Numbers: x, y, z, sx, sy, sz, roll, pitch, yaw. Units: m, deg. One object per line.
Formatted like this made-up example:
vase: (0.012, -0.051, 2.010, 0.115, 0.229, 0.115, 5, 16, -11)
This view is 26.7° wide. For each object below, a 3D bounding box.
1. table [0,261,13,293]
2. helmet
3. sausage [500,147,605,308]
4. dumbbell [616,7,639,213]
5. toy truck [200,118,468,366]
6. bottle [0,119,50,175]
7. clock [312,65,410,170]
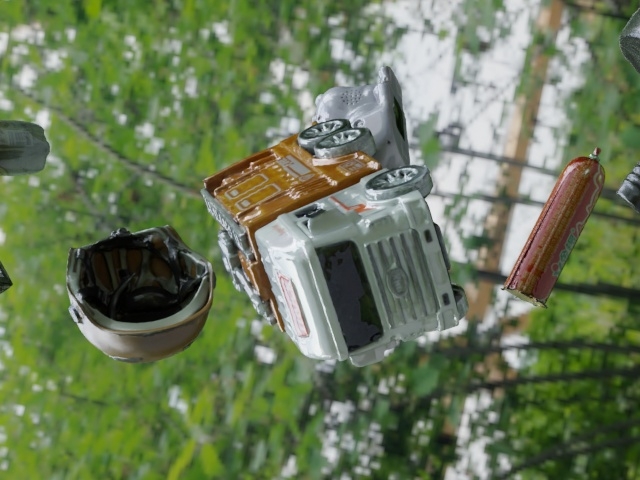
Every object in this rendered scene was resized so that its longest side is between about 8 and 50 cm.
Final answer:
table: (-0.714, 0.055, 2.081, 0.222, 0.335, 0.272, 61, -172, 10)
helmet: (-0.239, 0.088, 1.807, 0.224, 0.198, 0.130, 55, 153, 41)
sausage: (0.369, -0.026, 2.083, 0.264, 0.083, 0.083, -63, -13, -2)
dumbbell: (0.292, -0.148, 0.825, 0.325, 0.143, 0.143, -51, -13, 2)
toy truck: (0.000, 0.000, 1.472, 0.387, 0.207, 0.173, -138, 28, -68)
bottle: (-0.518, -0.132, 1.909, 0.269, 0.083, 0.083, -2, -73, -39)
clock: (0.046, -0.131, 1.694, 0.080, 0.117, 0.176, 55, -155, -47)
